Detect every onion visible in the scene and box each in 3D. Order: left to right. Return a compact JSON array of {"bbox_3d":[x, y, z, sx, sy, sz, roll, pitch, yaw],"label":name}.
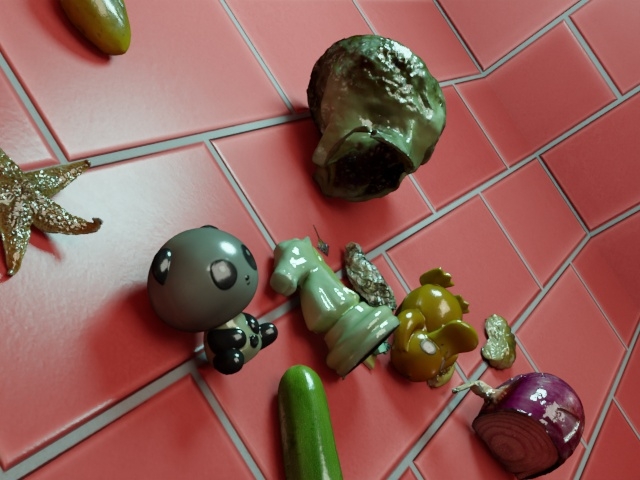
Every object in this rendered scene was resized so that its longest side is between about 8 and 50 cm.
[{"bbox_3d":[0.502,0.415,1.953,0.230,0.256,0.272,-37,115,-44],"label":"onion"}]

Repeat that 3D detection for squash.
[{"bbox_3d":[-0.015,0.382,1.414,0.101,0.101,0.379,26,44,-39],"label":"squash"}]

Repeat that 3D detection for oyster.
[{"bbox_3d":[0.115,0.088,1.892,0.177,0.064,0.125,46,15,-11],"label":"oyster"}]

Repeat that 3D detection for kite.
[{"bbox_3d":[0.004,0.002,1.886,0.044,0.002,0.078,25,43,-40],"label":"kite"}]

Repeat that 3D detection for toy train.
[{"bbox_3d":[0.120,0.208,1.802,0.045,0.029,0.092,-8,68,-46],"label":"toy train"}]

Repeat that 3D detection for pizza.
[{"bbox_3d":[0.276,0.271,1.959,0.134,0.046,0.175,44,33,-19],"label":"pizza"}]

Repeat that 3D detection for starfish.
[{"bbox_3d":[-0.457,-0.082,1.298,0.231,0.048,0.295,-4,62,-44],"label":"starfish"}]

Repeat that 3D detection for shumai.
[{"bbox_3d":[0.107,-0.253,2.019,0.395,0.395,0.348,39,56,-25],"label":"shumai"}]

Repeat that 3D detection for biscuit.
[{"bbox_3d":[0.494,0.279,2.238,0.118,0.061,0.183,45,32,-19],"label":"biscuit"}]

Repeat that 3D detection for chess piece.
[{"bbox_3d":[0.006,0.117,1.666,0.298,0.176,0.175,47,30,12],"label":"chess piece"}]

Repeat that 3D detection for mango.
[{"bbox_3d":[-0.438,-0.456,1.626,0.195,0.098,0.137,56,27,-9],"label":"mango"}]

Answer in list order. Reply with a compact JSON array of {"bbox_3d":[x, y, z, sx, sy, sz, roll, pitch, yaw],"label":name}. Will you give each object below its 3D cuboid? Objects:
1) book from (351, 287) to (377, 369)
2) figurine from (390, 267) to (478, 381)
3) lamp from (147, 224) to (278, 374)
[{"bbox_3d":[0.093,0.191,1.819,0.118,0.012,0.172,47,32,-14],"label":"book"},{"bbox_3d":[0.246,0.201,1.860,0.215,0.215,0.228,38,25,-26],"label":"figurine"},{"bbox_3d":[-0.182,0.097,1.385,0.244,0.197,0.197,62,31,-5],"label":"lamp"}]
